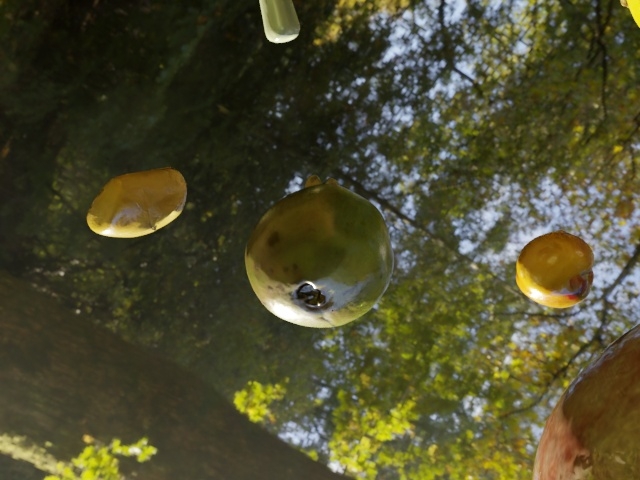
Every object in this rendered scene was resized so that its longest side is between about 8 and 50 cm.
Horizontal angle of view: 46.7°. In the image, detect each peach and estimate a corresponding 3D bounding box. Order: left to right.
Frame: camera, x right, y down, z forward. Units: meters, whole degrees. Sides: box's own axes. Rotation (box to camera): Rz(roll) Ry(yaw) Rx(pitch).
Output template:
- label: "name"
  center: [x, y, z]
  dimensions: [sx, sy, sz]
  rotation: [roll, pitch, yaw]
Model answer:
- label: "peach"
  center: [0.407, 0.051, 1.289]
  dimensions: [0.138, 0.138, 0.138]
  rotation: [-53, -162, 25]

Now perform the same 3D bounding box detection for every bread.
- label: "bread"
  center: [-0.190, -0.035, 0.795]
  dimensions: [0.082, 0.056, 0.115]
  rotation: [-45, 170, 25]

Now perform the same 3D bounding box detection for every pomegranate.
- label: "pomegranate"
  center: [0.010, 0.002, 0.904]
  dimensions: [0.179, 0.179, 0.210]
  rotation: [-33, -153, 59]

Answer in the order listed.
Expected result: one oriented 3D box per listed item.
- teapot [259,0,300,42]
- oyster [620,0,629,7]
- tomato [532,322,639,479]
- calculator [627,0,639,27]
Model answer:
- label: "teapot"
  center: [-0.087, -0.494, 1.147]
  dimensions: [0.149, 0.318, 0.220]
  rotation: [15, -126, 36]
- label: "oyster"
  center: [0.670, -0.532, 1.423]
  dimensions: [0.396, 0.111, 0.204]
  rotation: [-18, -127, 60]
- label: "tomato"
  center: [0.257, 0.161, 0.344]
  dimensions: [0.316, 0.317, 0.282]
  rotation: [-55, 159, 19]
- label: "calculator"
  center: [0.300, -0.229, 0.585]
  dimensions: [0.032, 0.234, 0.146]
  rotation: [-32, -153, -17]
